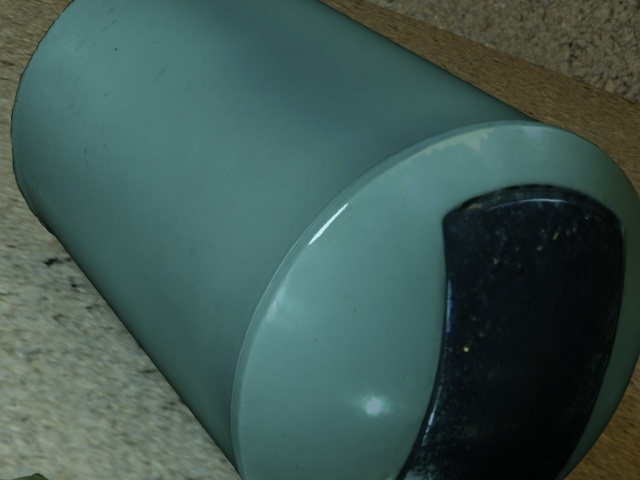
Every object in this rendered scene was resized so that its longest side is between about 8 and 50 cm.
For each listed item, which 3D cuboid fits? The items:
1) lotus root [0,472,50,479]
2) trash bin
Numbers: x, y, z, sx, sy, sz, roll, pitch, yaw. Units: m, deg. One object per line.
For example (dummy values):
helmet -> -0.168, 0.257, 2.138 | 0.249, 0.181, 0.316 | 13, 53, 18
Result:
lotus root -> -0.074, 0.204, 0.625 | 0.267, 0.149, 0.260 | 13, 20, -24
trash bin -> 0.000, 0.000, 1.107 | 0.280, 0.280, 0.432 | 11, 19, -38
